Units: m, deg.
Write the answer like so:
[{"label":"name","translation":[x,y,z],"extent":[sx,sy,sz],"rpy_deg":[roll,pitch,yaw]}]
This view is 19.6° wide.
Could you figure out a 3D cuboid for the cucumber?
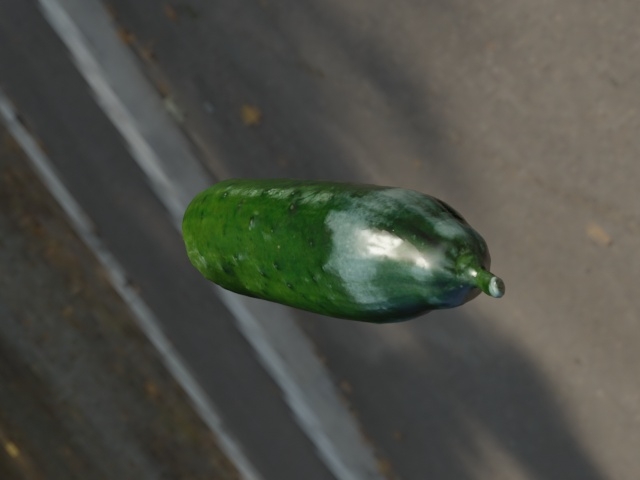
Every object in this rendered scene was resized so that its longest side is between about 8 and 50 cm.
[{"label":"cucumber","translation":[0.000,0.000,0.734],"extent":[0.056,0.056,0.250],"rpy_deg":[56,157,-20]}]
